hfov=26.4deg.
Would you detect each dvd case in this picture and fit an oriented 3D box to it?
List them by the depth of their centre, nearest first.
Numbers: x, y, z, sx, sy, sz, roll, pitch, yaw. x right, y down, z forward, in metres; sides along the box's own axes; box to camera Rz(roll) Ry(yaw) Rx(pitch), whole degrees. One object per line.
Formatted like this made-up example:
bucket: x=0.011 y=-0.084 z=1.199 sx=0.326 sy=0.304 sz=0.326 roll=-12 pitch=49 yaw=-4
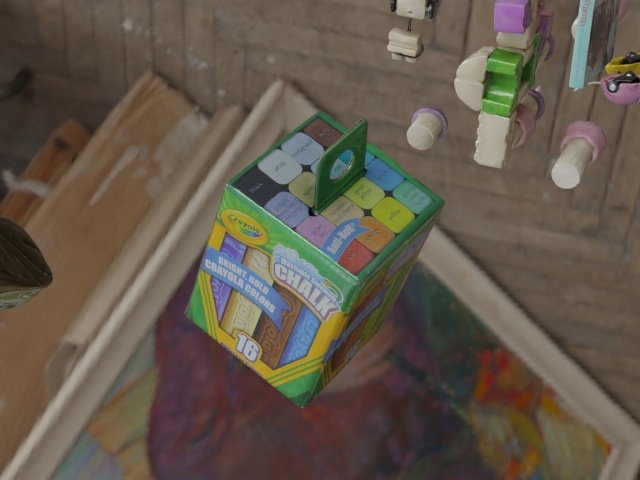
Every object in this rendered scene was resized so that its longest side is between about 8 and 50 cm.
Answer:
dvd case: x=0.216 y=-0.172 z=1.060 sx=0.013 sy=0.119 sz=0.087 roll=11 pitch=111 yaw=18

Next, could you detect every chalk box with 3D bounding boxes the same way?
chalk box: x=0.000 y=0.000 z=1.456 sx=0.179 sy=0.180 sz=0.289 roll=37 pitch=138 yaw=13

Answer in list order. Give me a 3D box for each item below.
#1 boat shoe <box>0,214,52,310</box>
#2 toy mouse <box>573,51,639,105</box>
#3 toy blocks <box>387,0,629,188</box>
boat shoe: x=-0.171 y=0.014 z=0.563 sx=0.048 sy=0.153 sz=0.056 roll=-37 pitch=78 yaw=16
toy mouse: x=0.349 y=-0.164 z=1.412 sx=0.161 sy=0.143 sz=0.031 roll=-18 pitch=114 yaw=-21
toy blocks: x=0.280 y=-0.274 z=1.973 sx=0.309 sy=0.260 sz=0.289 roll=14 pitch=124 yaw=17
